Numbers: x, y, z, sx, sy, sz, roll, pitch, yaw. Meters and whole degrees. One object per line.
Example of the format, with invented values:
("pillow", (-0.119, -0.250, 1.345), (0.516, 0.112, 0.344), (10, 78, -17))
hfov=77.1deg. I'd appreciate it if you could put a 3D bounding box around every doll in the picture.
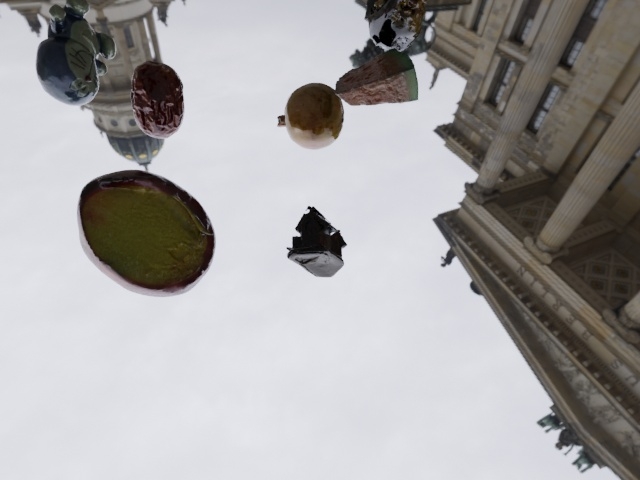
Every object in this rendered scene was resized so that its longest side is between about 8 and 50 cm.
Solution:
("doll", (-0.665, -0.494, 1.079), (0.154, 0.228, 0.257), (-6, -109, -1))

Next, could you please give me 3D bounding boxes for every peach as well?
("peach", (-0.515, -0.021, 1.208), (0.406, 0.310, 0.334), (39, -105, -15))

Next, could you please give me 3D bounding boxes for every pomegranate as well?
("pomegranate", (-0.043, -0.486, 1.585), (0.271, 0.251, 0.229), (1, -169, 11))

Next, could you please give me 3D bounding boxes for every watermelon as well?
("watermelon", (0.171, -0.509, 1.313), (0.257, 0.139, 0.192), (-16, -142, 5))

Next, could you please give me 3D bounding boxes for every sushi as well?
("sushi", (0.253, -0.745, 1.297), (0.213, 0.204, 0.199), (-7, -95, -41))

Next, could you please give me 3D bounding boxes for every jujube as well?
("jujube", (-0.556, -0.479, 1.377), (0.175, 0.250, 0.174), (13, -149, -8))

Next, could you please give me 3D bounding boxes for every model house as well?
("model house", (-0.006, 0.006, 1.230), (0.141, 0.203, 0.164), (-21, -126, 18))
